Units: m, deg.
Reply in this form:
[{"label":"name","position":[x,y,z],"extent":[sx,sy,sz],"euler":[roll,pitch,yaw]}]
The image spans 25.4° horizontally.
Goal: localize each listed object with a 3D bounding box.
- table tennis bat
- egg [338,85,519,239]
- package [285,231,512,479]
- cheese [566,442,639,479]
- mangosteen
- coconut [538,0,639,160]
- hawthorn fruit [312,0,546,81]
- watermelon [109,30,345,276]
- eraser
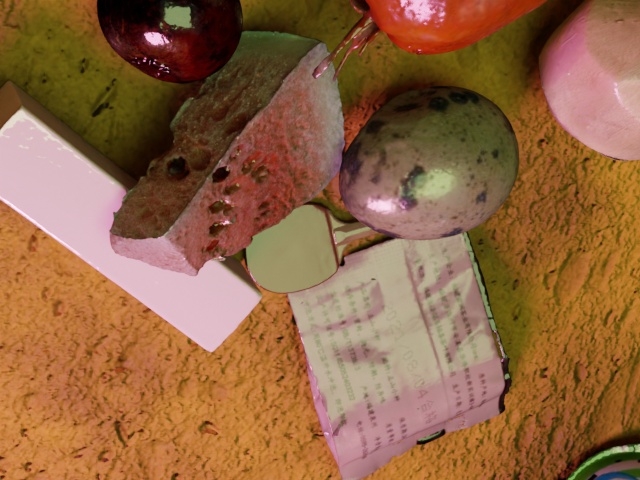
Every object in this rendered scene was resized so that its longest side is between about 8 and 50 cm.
[{"label":"table tennis bat","position":[0.000,0.000,1.388],"extent":[0.157,0.013,0.087],"euler":[-18,109,-12]},{"label":"egg","position":[0.098,-0.069,1.319],"extent":[0.182,0.141,0.141],"euler":[-22,121,-24]},{"label":"package","position":[0.087,0.117,1.456],"extent":[0.204,0.062,0.250],"euler":[-22,116,-12]},{"label":"cheese","position":[0.406,0.334,1.630],"extent":[0.321,0.083,0.203],"euler":[2,89,-3]},{"label":"mangosteen","position":[-0.121,-0.204,1.190],"extent":[0.140,0.140,0.140],"euler":[-9,117,-18]},{"label":"coconut","position":[0.301,-0.171,1.325],"extent":[0.171,0.170,0.183],"euler":[10,151,-25]},{"label":"hawthorn fruit","position":[0.094,-0.249,1.192],"extent":[0.299,0.211,0.211],"euler":[-47,122,-2]},{"label":"watermelon","position":[-0.082,-0.059,1.246],"extent":[0.241,0.094,0.154],"euler":[-47,137,-27]},{"label":"eraser","position":[-0.185,-0.017,1.272],"extent":[0.076,0.078,0.298],"euler":[-47,122,4]}]
